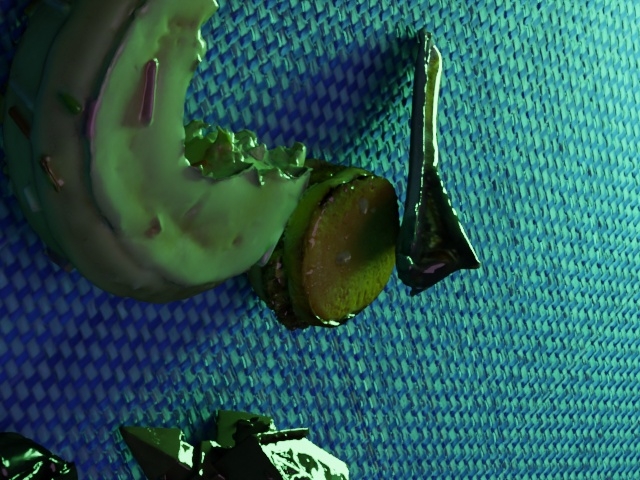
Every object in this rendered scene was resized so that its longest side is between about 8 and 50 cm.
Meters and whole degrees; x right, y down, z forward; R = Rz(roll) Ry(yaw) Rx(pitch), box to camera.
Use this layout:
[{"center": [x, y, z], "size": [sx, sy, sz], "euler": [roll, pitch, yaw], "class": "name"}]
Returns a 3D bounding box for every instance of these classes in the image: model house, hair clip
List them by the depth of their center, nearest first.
[{"center": [-0.114, 0.243, 2.098], "size": [0.248, 0.181, 0.176], "euler": [35, 34, -27], "class": "model house"}, {"center": [0.120, -0.085, 2.163], "size": [0.110, 0.095, 0.359], "euler": [37, 36, -36], "class": "hair clip"}]

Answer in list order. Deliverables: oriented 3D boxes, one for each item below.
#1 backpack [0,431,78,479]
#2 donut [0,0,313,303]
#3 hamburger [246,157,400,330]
[{"center": [-0.326, 0.274, 1.843], "size": [0.258, 0.133, 0.206], "euler": [-19, 124, -54], "class": "backpack"}, {"center": [-0.164, -0.106, 1.841], "size": [0.307, 0.150, 0.371], "euler": [-47, 137, -29], "class": "donut"}, {"center": [-0.005, 0.007, 2.123], "size": [0.182, 0.118, 0.191], "euler": [7, 97, -50], "class": "hamburger"}]
